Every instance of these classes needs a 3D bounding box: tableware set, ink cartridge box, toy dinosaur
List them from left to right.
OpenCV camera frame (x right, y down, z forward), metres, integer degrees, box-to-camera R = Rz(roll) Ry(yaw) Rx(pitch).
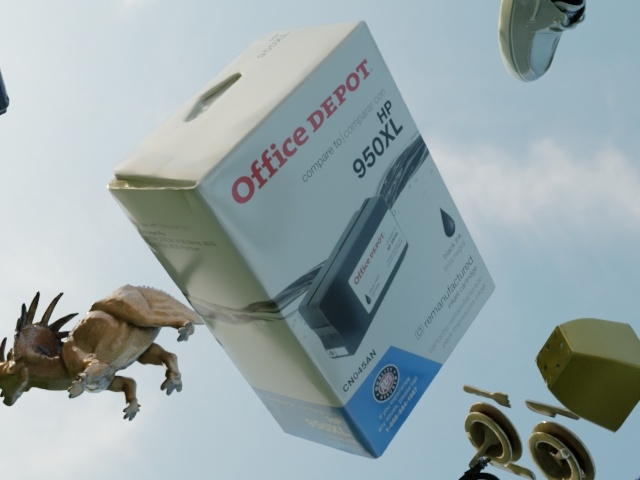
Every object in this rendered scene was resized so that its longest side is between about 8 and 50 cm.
[{"bbox_3d":[-0.281,0.121,1.154,0.200,0.296,0.127,39,-33,35],"label":"toy dinosaur"},{"bbox_3d":[0.000,0.000,0.988,0.166,0.285,0.394,5,-44,46],"label":"ink cartridge box"},{"bbox_3d":[0.237,0.248,1.048,0.194,0.039,0.128,4,-61,56],"label":"tableware set"}]

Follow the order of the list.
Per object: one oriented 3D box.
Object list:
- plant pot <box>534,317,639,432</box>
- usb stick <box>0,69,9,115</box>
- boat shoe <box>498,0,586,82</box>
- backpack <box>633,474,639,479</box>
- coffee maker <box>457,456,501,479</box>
[{"bbox_3d":[0.260,0.124,0.864,0.083,0.081,0.081,17,-62,-15],"label":"plant pot"},{"bbox_3d":[-0.421,-0.270,1.043,0.077,0.045,0.278,38,-34,30],"label":"usb stick"},{"bbox_3d":[0.259,-0.275,1.006,0.081,0.079,0.227,36,-36,39],"label":"boat shoe"},{"bbox_3d":[0.338,0.255,0.829,0.101,0.120,0.098,26,-25,13],"label":"backpack"},{"bbox_3d":[0.139,0.264,0.663,0.171,0.178,0.120,38,-84,22],"label":"coffee maker"}]
